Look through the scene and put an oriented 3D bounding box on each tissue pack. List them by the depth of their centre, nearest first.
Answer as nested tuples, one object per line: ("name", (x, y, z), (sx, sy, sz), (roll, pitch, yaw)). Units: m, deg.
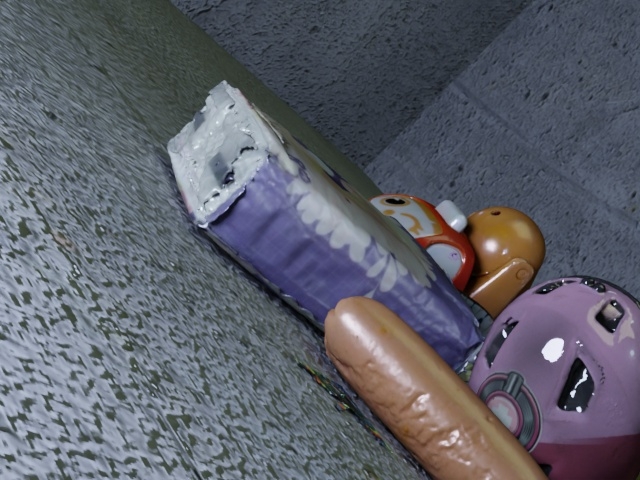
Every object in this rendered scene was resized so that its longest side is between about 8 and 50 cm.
("tissue pack", (0.000, 0.000, 1.329), (0.343, 0.125, 0.242), (39, 10, -27))

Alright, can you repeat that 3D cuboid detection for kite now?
("kite", (0.022, 0.142, 1.114), (0.122, 0.004, 0.090), (45, 6, -1))

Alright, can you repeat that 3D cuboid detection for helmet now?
("helmet", (0.225, 0.152, 1.229), (0.198, 0.253, 0.154), (31, -3, 39))

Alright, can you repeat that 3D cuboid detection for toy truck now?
("toy truck", (0.153, 0.023, 1.626), (0.265, 0.239, 0.189), (39, 9, -31))

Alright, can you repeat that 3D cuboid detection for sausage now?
("sausage", (0.111, 0.168, 1.168), (0.289, 0.086, 0.086), (46, 7, 15))

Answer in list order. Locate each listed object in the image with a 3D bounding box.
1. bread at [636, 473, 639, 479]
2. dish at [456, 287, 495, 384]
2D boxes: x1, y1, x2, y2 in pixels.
("bread", (0.327, 0.360, 1.382), (0.236, 0.198, 0.263), (1, -34, 48))
("dish", (0.163, 0.152, 1.512), (0.190, 0.066, 0.191), (34, 41, -36))
